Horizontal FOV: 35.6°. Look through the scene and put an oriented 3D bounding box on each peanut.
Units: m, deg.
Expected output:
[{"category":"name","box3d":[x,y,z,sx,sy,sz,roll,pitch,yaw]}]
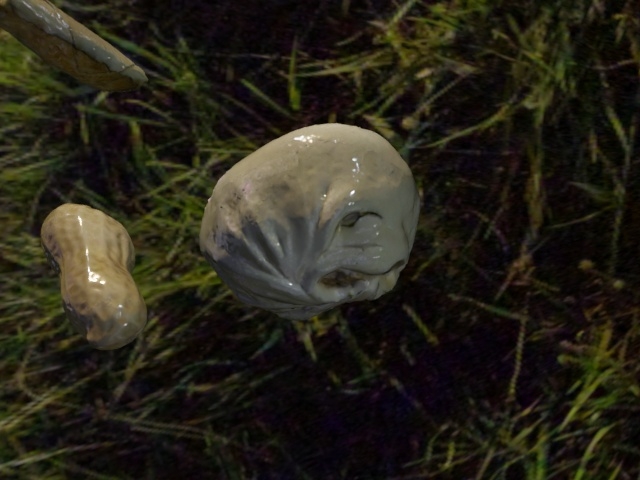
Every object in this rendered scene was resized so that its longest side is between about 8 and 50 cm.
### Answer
[{"category":"peanut","box3d":[-0.307,0.046,1.375,0.123,0.124,0.256,-55,47,23]}]

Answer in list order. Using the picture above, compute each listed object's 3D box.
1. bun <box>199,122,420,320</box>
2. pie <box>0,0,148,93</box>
[{"category":"bun","box3d":[0.000,0.000,0.969,0.231,0.231,0.133,-43,41,27]},{"category":"pie","box3d":[-0.389,-0.298,1.523,0.129,0.282,0.068,0,69,42]}]
